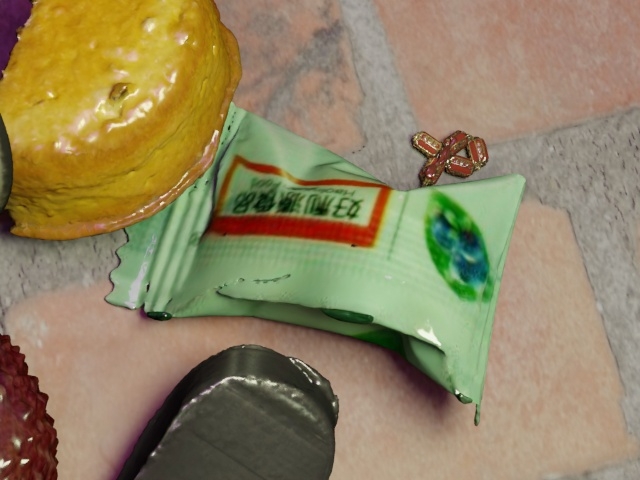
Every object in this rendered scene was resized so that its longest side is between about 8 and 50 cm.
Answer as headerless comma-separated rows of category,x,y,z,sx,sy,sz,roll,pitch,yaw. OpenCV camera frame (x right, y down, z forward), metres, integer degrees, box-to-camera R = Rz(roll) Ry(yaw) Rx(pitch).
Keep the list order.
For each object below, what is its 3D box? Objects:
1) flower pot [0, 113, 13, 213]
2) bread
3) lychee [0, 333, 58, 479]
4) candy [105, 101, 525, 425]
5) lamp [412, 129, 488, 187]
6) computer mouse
flower pot,-0.463,-0.034,1.142,0.293,0.293,0.330,39,48,-1
bread,-0.182,-0.159,1.338,0.179,0.194,0.340,14,68,14
lychee,-0.349,0.172,1.203,0.271,0.271,0.271,4,74,-13
candy,0.000,0.003,1.396,0.398,0.172,0.263,15,60,11
lamp,0.143,-0.090,1.505,0.083,0.031,0.063,-4,77,-20
computer mouse,-0.105,0.232,1.320,0.168,0.087,0.295,38,86,-21
